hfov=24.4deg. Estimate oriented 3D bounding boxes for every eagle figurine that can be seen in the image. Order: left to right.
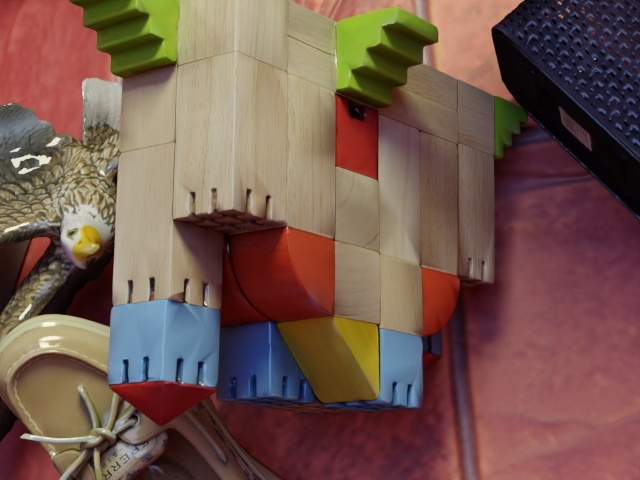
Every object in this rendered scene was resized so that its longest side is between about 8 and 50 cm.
[{"bbox_3d":[-0.201,0.001,1.071,0.298,0.225,0.226,-31,75,-5],"label":"eagle figurine"}]

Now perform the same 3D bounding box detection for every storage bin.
[{"bbox_3d":[0.216,-0.103,1.067,0.084,0.122,0.180,-42,67,-4],"label":"storage bin"}]

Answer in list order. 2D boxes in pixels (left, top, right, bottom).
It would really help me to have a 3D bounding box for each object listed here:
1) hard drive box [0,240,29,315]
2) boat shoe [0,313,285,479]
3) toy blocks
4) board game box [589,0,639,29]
[{"bbox_3d":[-0.362,0.002,1.184,0.232,0.089,0.181,10,74,16],"label":"hard drive box"},{"bbox_3d":[-0.101,0.158,0.990,0.285,0.089,0.104,39,104,-13],"label":"boat shoe"},{"bbox_3d":[0.000,0.000,0.981,0.191,0.381,0.260,-9,75,37],"label":"toy blocks"},{"bbox_3d":[0.337,-0.294,1.037,0.336,0.254,0.079,-23,68,5],"label":"board game box"}]
